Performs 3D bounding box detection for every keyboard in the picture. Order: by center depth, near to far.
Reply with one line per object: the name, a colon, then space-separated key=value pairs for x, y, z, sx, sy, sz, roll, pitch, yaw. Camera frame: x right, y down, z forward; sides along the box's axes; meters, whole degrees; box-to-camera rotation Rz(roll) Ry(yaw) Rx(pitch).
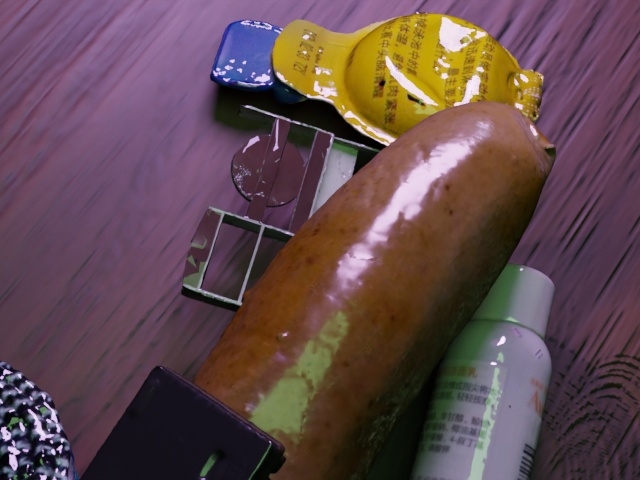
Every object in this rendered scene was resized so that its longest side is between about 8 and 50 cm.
keyboard: x=-0.134 y=0.220 z=0.596 sx=0.106 sy=0.027 sz=0.317 roll=29 pitch=81 yaw=34

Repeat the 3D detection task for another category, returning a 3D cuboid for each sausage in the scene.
sausage: x=-0.008 y=0.099 z=0.715 sx=0.136 sy=0.123 sz=0.501 roll=28 pitch=68 yaw=9

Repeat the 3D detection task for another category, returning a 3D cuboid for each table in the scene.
table: x=0.000 y=0.000 z=0.844 sx=0.175 sy=0.062 sz=0.146 roll=17 pitch=71 yaw=-3

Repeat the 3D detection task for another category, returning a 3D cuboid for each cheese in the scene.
cheese: x=0.044 y=-0.128 z=0.885 sx=0.250 sy=0.064 sz=0.157 roll=11 pitch=51 yaw=5

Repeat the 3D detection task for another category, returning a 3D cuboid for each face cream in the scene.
face cream: x=0.108 y=0.143 z=0.803 sx=0.082 sy=0.082 sz=0.269 roll=18 pitch=72 yaw=-1

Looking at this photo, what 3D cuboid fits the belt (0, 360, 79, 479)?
belt: x=-0.270 y=0.179 z=0.691 sx=0.257 sy=0.150 sz=0.207 roll=-12 pitch=53 yaw=-13
